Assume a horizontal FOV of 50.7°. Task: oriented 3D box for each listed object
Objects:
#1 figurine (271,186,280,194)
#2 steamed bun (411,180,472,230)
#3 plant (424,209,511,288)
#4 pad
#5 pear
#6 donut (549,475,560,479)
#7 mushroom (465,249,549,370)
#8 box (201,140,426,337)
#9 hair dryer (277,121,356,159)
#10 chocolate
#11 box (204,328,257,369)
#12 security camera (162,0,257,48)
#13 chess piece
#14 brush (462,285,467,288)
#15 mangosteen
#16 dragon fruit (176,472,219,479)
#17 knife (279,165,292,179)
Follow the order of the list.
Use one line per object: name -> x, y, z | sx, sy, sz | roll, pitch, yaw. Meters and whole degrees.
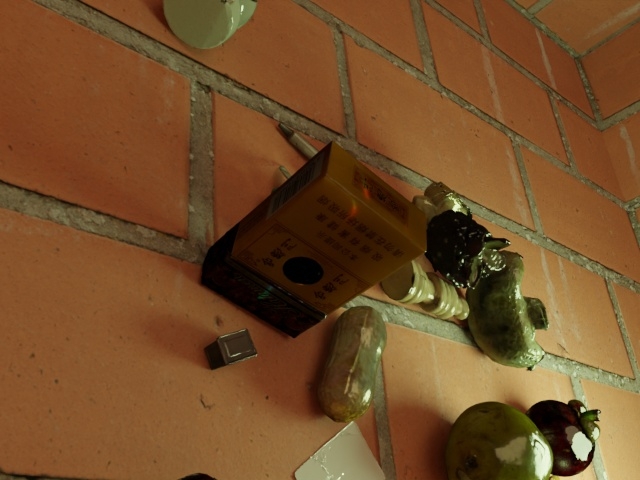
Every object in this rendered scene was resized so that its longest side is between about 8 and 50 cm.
figurine -> 0.000, 0.000, 1.624 | 0.324, 0.124, 0.222 | 33, 40, -26
steamed bun -> 0.330, -0.080, 1.983 | 0.192, 0.177, 0.106 | 43, 4, -26
plant -> 0.396, 0.031, 1.850 | 0.178, 0.204, 0.234 | 10, 26, -47
pad -> 0.047, 0.504, 1.437 | 0.232, 0.004, 0.157 | -26, 86, -50
pear -> 0.430, 0.525, 1.640 | 0.321, 0.269, 0.269 | 29, 47, -49
donut -> 0.658, 0.720, 1.903 | 0.097, 0.043, 0.108 | -16, 79, -50
mushroom -> 0.526, 0.208, 1.935 | 0.130, 0.247, 0.345 | -16, 103, -41
box -> -0.022, 0.019, 1.356 | 0.264, 0.415, 0.116 | 34, 40, -25
hair dryer -> -0.019, -0.245, 1.821 | 0.220, 0.053, 0.195 | 46, 40, -4
chocolate -> 0.074, 0.266, 1.520 | 0.134, 0.134, 0.309 | 42, 43, -19
box -> -0.181, 0.218, 1.338 | 0.084, 0.063, 0.060 | -11, 76, -50
security camera -> -0.263, -0.605, 1.687 | 0.194, 0.194, 0.236 | 46, 36, -15
chess piece -> 0.305, 0.141, 1.864 | 0.307, 0.138, 0.124 | 26, 93, -38
brush -> 0.427, 0.010, 2.115 | 0.070, 0.051, 0.324 | 33, 42, -37
mangosteen -> 0.684, 0.555, 1.903 | 0.216, 0.216, 0.216 | 25, 50, -34
dragon fruit -> -0.164, 0.480, 1.081 | 0.234, 0.233, 0.293 | 59, 18, 1
knife -> -0.050, -0.123, 1.607 | 0.047, 0.017, 0.298 | 19, 16, -31
